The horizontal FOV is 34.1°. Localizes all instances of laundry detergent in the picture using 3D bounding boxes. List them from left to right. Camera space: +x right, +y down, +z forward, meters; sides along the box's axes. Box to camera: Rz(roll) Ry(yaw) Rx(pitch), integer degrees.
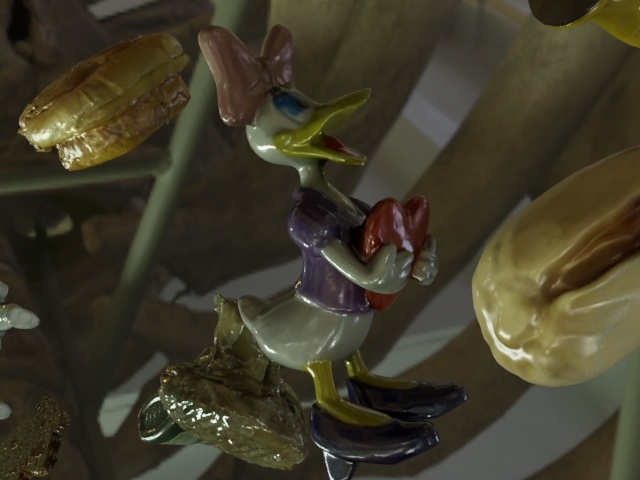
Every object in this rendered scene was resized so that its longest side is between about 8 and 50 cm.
[{"bbox_3d":[-0.157,0.279,1.602,0.221,0.144,0.078,14,-123,-33],"label":"laundry detergent"}]

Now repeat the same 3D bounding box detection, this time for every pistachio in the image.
[{"bbox_3d":[0.190,0.012,0.697,0.200,0.145,0.117,-39,-109,-8],"label":"pistachio"}]

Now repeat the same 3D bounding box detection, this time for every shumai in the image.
[{"bbox_3d":[-0.079,0.152,1.120,0.161,0.153,0.209,27,163,-23],"label":"shumai"}]

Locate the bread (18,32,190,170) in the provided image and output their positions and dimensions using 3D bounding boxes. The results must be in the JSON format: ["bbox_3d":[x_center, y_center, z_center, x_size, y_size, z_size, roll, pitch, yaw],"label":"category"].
[{"bbox_3d":[-0.277,-0.188,1.387,0.198,0.120,0.236,-10,-153,45],"label":"bread"}]

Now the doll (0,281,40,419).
[{"bbox_3d":[-0.306,0.088,0.932,0.057,0.114,0.227,13,176,-34],"label":"doll"}]

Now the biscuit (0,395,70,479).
[{"bbox_3d":[-0.322,0.231,1.135,0.130,0.019,0.119,-36,-148,13],"label":"biscuit"}]

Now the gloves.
[{"bbox_3d":[0.346,-0.207,0.992,0.294,0.116,0.133,17,-119,-29],"label":"gloves"}]

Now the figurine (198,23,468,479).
[{"bbox_3d":[0.005,0.004,0.957,0.193,0.421,0.154,-5,-173,28],"label":"figurine"}]
